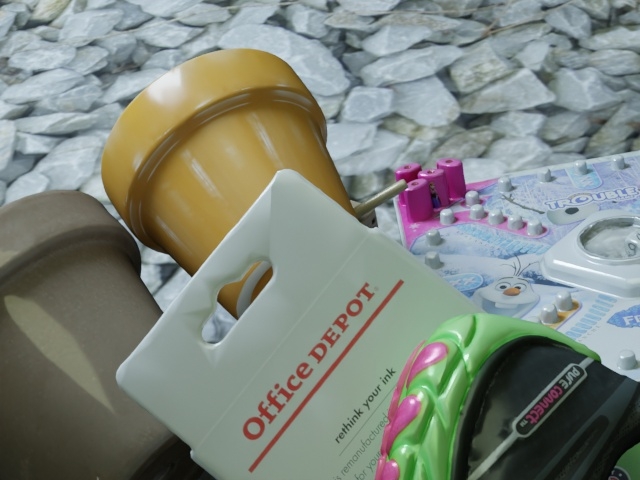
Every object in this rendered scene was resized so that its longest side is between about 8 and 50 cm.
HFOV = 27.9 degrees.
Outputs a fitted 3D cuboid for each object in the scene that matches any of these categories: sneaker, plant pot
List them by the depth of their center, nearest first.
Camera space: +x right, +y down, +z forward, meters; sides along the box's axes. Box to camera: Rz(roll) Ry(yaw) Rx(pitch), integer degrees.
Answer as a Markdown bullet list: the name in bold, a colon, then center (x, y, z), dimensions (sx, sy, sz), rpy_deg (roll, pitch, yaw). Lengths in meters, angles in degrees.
- **sneaker**: center (0.110, 0.285, 0.736), dimensions (0.202, 0.185, 0.483), rpy_deg (9, 82, 3)
- **plant pot**: center (-0.206, 0.125, 1.086), dimensions (0.229, 0.263, 0.263), rpy_deg (39, 60, 20)
- **plant pot**: center (-0.060, -0.031, 1.124), dimensions (0.205, 0.205, 0.188), rpy_deg (-26, 57, -16)

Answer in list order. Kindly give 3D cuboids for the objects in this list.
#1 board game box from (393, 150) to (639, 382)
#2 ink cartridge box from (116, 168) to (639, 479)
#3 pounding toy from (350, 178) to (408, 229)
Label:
- **board game box**: center (0.272, -0.001, 1.165), dimensions (0.390, 0.050, 0.390), rpy_deg (-10, 29, 3)
- **ink cartridge box**: center (0.054, 0.135, 0.913), dimensions (0.353, 0.119, 0.207), rpy_deg (39, 87, 5)
- **pounding toy**: center (0.000, 0.000, 1.253), dimensions (0.141, 0.100, 0.130), rpy_deg (18, 50, 29)
